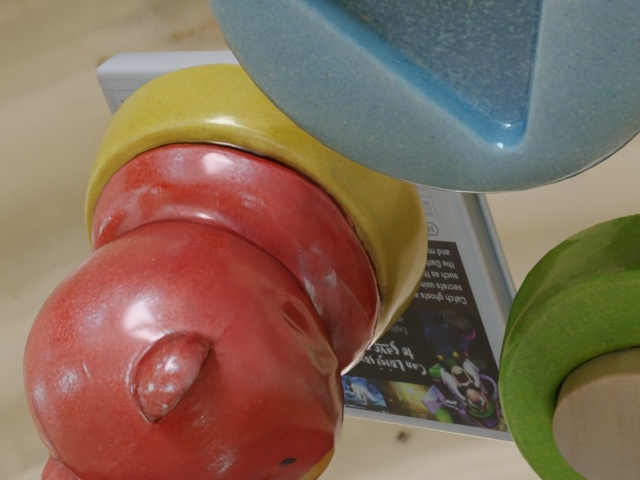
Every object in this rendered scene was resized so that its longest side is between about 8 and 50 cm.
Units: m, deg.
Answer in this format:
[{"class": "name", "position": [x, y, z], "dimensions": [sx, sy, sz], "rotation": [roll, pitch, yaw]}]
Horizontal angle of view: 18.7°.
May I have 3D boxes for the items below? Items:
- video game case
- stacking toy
[{"class": "video game case", "position": [0.000, 0.000, 0.818], "dimensions": [0.022, 0.190, 0.173], "rotation": [-38, -62, -37]}, {"class": "stacking toy", "position": [0.062, 0.005, 0.561], "dimensions": [0.309, 0.280, 0.130], "rotation": [-61, 0, 43]}]
